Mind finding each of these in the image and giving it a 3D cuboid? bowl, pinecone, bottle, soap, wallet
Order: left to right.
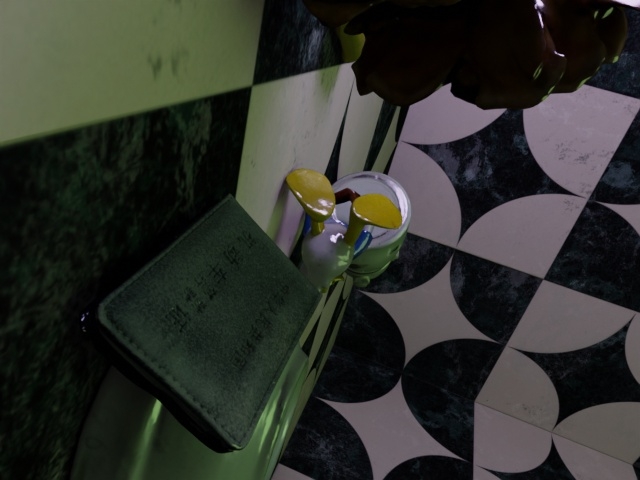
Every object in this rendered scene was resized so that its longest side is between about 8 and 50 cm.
[{"bbox_3d":[-0.116,0.191,0.534,0.307,0.164,0.306,18,90,-83],"label":"bowl"},{"bbox_3d":[-0.087,0.062,0.421,0.036,0.167,0.222,-34,-167,35],"label":"wallet"},{"bbox_3d":[0.054,-0.338,0.709,0.140,0.045,0.088,24,90,-80],"label":"soap"},{"bbox_3d":[0.119,-0.019,1.186,0.351,0.229,0.229,75,36,-68],"label":"bottle"},{"bbox_3d":[0.126,-0.315,0.348,0.384,0.385,0.384,20,90,-80],"label":"pinecone"}]

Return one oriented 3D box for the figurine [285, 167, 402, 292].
[{"bbox_3d":[0.000,0.000,0.896,0.283,0.205,0.338,-69,-175,-51],"label":"figurine"}]
